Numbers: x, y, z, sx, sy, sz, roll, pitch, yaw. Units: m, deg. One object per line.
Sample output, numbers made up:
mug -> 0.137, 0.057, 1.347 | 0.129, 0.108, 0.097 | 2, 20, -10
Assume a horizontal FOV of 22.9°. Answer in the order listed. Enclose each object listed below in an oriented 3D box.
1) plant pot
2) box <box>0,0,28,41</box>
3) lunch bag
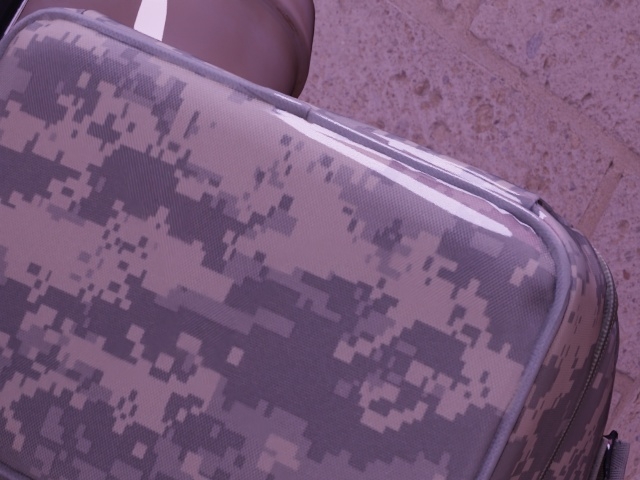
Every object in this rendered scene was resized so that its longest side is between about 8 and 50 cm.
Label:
plant pot -> -0.170, -0.109, 1.452 | 0.323, 0.280, 0.323 | 2, -32, 1
box -> -0.306, -0.157, 0.898 | 0.257, 0.322, 0.079 | 29, -2, -16
lunch bag -> -0.011, 0.050, 0.748 | 0.305, 0.212, 0.256 | 23, 1, 20
